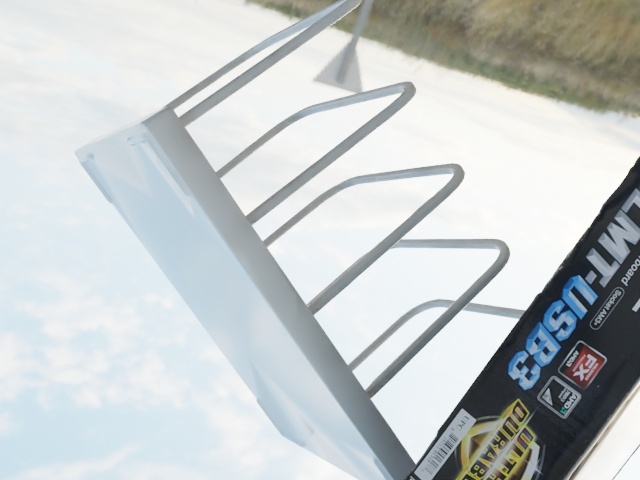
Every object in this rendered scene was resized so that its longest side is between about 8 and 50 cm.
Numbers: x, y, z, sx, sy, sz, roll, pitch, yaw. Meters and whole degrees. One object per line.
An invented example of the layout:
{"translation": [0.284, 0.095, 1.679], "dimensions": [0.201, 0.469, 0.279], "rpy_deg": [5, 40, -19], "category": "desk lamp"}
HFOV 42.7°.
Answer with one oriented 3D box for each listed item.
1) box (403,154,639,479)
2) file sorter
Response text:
{"translation": [0.160, 0.107, 0.507], "dimensions": [0.073, 0.293, 0.295], "rpy_deg": [39, -176, 27], "category": "box"}
{"translation": [0.000, 0.000, 0.563], "dimensions": [0.278, 0.173, 0.193], "rpy_deg": [56, 158, -17], "category": "file sorter"}
